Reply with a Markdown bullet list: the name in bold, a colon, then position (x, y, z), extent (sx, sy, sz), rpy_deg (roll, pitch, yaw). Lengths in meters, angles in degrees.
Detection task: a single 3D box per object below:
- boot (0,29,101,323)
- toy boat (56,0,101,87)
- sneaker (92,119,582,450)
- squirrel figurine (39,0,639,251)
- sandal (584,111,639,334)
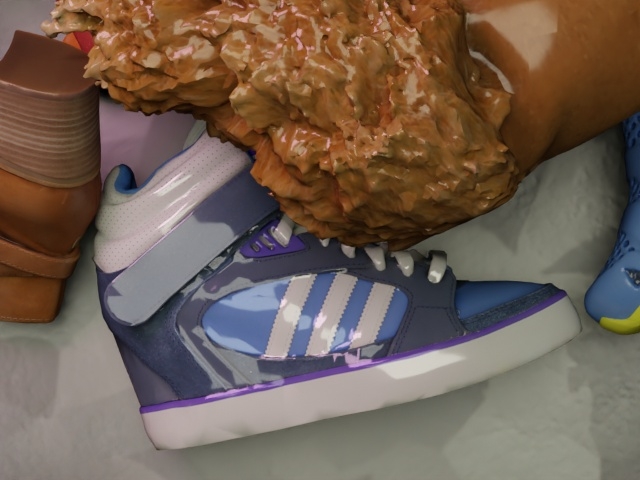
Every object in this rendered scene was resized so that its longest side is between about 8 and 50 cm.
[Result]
- **boot**: position (-0.285, -0.067, 1.053), extent (0.283, 0.220, 0.109), rpy_deg (17, 40, 2)
- **toy boat**: position (-0.143, -0.170, 1.084), extent (0.151, 0.151, 0.231), rpy_deg (-49, 60, 39)
- **sneaker**: position (0.000, 0.000, 1.059), extent (0.322, 0.130, 0.236), rpy_deg (-14, 88, 5)
- **squirrel figurine**: position (0.033, -0.203, 0.923), extent (0.397, 0.281, 0.370), rpy_deg (-35, 96, -38)
- **sandal**: position (0.262, -0.080, 1.075), extent (0.138, 0.126, 0.317), rpy_deg (29, 77, 7)
